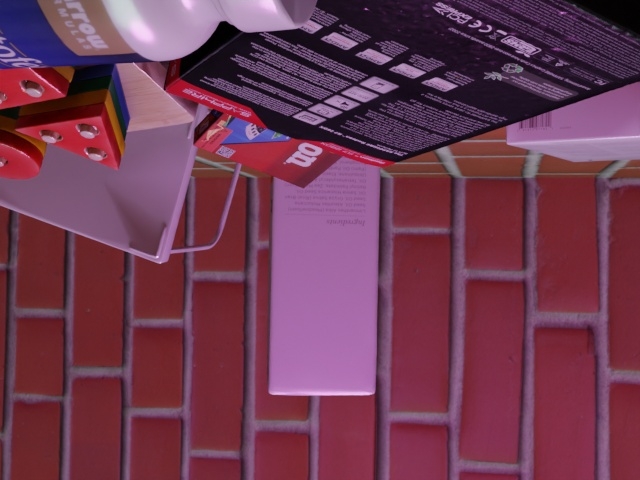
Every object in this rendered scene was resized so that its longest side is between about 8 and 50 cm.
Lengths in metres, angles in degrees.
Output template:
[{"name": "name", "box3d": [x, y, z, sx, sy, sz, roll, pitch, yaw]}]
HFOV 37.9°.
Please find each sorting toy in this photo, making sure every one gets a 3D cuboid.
[{"name": "sorting toy", "box3d": [-0.298, -0.147, 0.906, 0.257, 0.089, 0.255, -4, 154, 28]}]

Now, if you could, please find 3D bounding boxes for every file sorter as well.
[{"name": "file sorter", "box3d": [-0.258, -0.110, 1.176, 0.277, 0.193, 0.173, 19, -172, 16]}]

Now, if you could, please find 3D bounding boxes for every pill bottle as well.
[{"name": "pill bottle", "box3d": [-0.139, -0.174, 0.515, 0.264, 0.153, 0.153, 0, 179, 16]}]

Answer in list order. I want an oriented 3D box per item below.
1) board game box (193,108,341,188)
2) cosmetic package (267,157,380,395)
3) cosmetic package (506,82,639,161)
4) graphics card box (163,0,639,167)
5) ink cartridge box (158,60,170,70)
[{"name": "board game box", "box3d": [0.003, -0.149, 0.928, 0.145, 0.027, 0.281, 19, 144, -30]}, {"name": "cosmetic package", "box3d": [0.000, 0.000, 1.452, 0.161, 0.454, 0.230, 1, 178, -4]}, {"name": "cosmetic package", "box3d": [0.491, -0.173, 1.312, 0.377, 0.098, 0.284, 0, 177, 34]}, {"name": "graphics card box", "box3d": [0.055, -0.157, 0.689, 0.232, 0.094, 0.371, 17, 167, -25]}, {"name": "ink cartridge box", "box3d": [-0.165, -0.208, 0.990, 0.104, 0.062, 0.181, 1, 179, 18]}]
